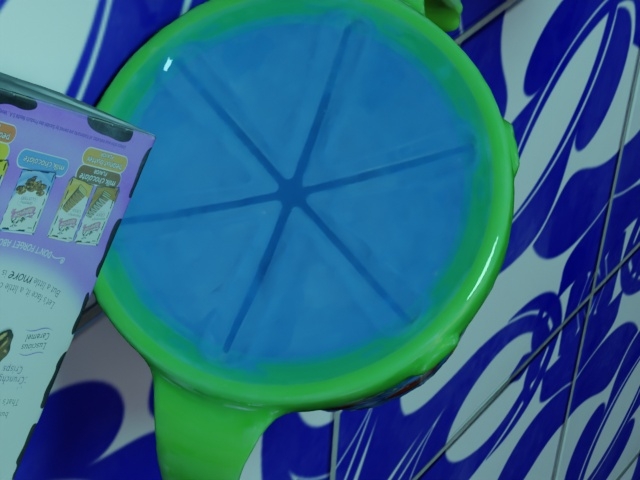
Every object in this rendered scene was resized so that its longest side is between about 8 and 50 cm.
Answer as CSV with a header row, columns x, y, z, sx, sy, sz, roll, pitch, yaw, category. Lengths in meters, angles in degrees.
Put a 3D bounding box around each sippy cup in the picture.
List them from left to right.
x,y,z,sx,sy,sz,roll,pitch,yaw,category
0.000,0.000,0.908,0.305,0.240,0.224,-35,162,-1,sippy cup

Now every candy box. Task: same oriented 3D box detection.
x,y,z,sx,sy,sz,roll,pitch,yaw,category
-0.181,0.016,0.736,0.165,0.070,0.196,15,100,-64,candy box
